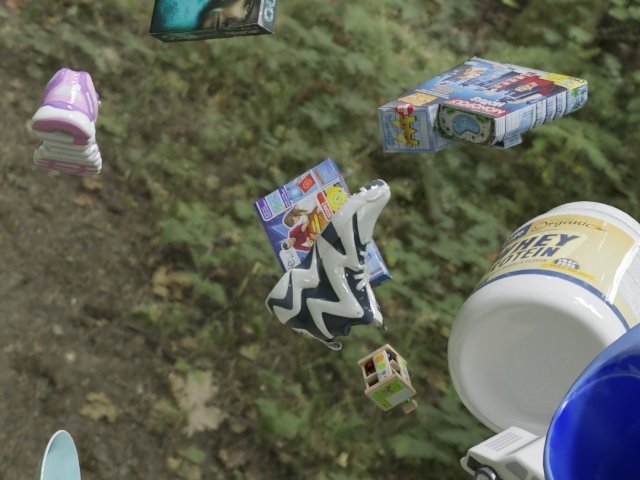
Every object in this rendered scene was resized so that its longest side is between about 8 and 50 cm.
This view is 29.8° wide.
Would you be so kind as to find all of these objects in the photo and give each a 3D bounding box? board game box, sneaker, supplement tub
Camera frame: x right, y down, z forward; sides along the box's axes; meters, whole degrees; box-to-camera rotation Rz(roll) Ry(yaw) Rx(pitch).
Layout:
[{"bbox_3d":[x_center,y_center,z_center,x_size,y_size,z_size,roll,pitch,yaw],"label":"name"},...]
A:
[{"bbox_3d":[0.000,0.000,1.727,0.201,0.136,0.035,65,13,23],"label":"board game box"},{"bbox_3d":[0.052,0.045,1.621,0.153,0.235,0.094,39,-3,3],"label":"sneaker"},{"bbox_3d":[-0.085,-0.273,1.082,0.126,0.186,0.026,1,-11,33],"label":"board game box"},{"bbox_3d":[0.311,0.095,1.533,0.228,0.228,0.316,32,32,9],"label":"supplement tub"},{"bbox_3d":[0.175,-0.148,1.402,0.194,0.060,0.194,-24,28,-28],"label":"board game box"},{"bbox_3d":[-0.340,-0.161,1.643,0.095,0.236,0.104,9,72,-8],"label":"sneaker"}]

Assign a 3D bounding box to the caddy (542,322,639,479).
[{"bbox_3d":[0.281,0.132,0.706,0.179,0.241,0.341,54,-9,-20],"label":"caddy"}]

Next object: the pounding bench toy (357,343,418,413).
[{"bbox_3d":[0.096,0.191,1.627,0.083,0.052,0.065,45,20,-38],"label":"pounding bench toy"}]

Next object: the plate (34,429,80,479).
[{"bbox_3d":[-0.390,0.373,1.761,0.024,0.188,0.188,-1,26,6],"label":"plate"}]

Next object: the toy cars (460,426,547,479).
[{"bbox_3d":[0.253,0.311,1.241,0.177,0.087,0.393,6,30,-4],"label":"toy cars"}]
